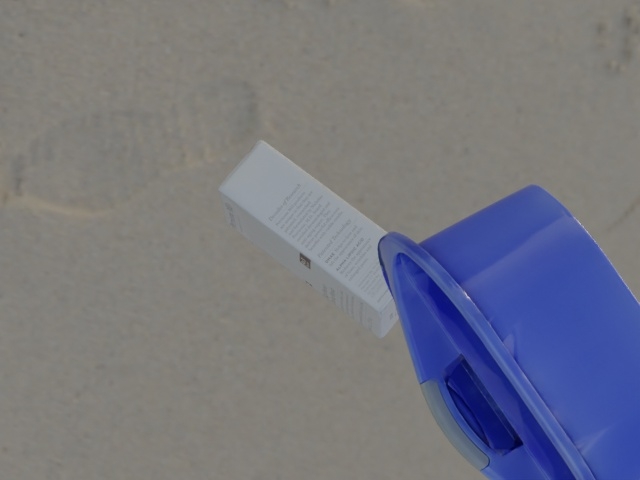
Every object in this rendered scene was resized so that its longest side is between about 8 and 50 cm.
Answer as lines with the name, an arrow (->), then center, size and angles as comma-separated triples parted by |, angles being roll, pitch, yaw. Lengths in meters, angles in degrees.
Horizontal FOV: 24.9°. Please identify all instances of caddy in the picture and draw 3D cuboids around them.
caddy -> 0.180, 0.117, 1.277 | 0.179, 0.241, 0.341 | -34, 86, -9

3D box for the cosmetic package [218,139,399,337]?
cosmetic package -> 0.000, 0.000, 1.619 | 0.085, 0.231, 0.117 | -52, 167, -14
